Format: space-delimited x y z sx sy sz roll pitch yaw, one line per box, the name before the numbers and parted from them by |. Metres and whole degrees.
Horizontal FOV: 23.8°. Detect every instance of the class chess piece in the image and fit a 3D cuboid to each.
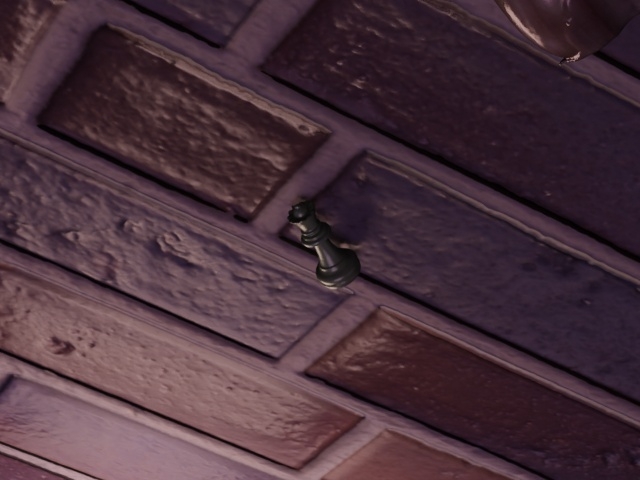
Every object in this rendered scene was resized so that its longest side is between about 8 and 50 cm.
chess piece | 0.000 0.000 1.361 0.042 0.042 0.093 -11 132 25

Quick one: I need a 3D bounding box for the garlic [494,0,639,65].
garlic | 0.137 -0.238 0.940 0.256 0.207 0.207 53 142 14
